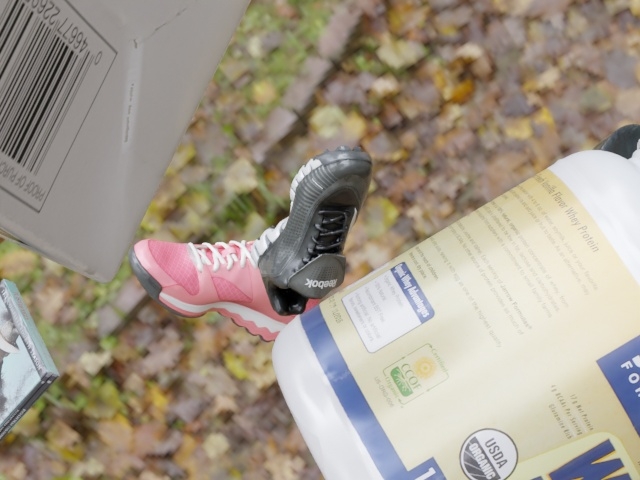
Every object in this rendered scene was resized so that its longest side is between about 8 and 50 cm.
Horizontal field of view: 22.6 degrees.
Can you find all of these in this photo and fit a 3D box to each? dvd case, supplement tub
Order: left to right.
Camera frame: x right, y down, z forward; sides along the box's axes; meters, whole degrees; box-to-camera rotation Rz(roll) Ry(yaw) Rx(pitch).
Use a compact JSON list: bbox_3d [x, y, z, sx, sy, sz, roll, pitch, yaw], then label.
[{"bbox_3d":[-0.220,0.095,1.019,0.119,0.013,0.087,-46,51,16],"label":"dvd case"},{"bbox_3d":[0.152,0.082,1.058,0.316,0.228,0.228,-31,49,3],"label":"supplement tub"}]

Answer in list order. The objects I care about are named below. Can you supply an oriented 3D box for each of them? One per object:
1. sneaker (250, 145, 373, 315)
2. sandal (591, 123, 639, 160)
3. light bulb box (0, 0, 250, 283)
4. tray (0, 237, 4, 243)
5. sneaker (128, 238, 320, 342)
[{"bbox_3d":[0.000,0.000,1.599,0.234,0.078,0.106,127,139,-50],"label":"sneaker"},{"bbox_3d":[0.287,0.032,1.684,0.107,0.167,0.446,-36,19,55],"label":"sandal"},{"bbox_3d":[-0.255,-0.180,0.749,0.361,0.358,0.225,24,82,17],"label":"light bulb box"},{"bbox_3d":[-0.450,-0.115,1.786,0.076,0.411,0.203,27,57,26],"label":"tray"},{"bbox_3d":[-0.123,0.038,2.234,0.136,0.313,0.116,-52,40,24],"label":"sneaker"}]
